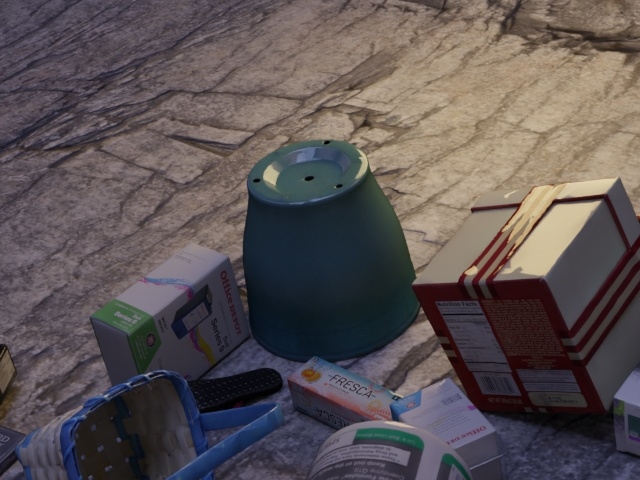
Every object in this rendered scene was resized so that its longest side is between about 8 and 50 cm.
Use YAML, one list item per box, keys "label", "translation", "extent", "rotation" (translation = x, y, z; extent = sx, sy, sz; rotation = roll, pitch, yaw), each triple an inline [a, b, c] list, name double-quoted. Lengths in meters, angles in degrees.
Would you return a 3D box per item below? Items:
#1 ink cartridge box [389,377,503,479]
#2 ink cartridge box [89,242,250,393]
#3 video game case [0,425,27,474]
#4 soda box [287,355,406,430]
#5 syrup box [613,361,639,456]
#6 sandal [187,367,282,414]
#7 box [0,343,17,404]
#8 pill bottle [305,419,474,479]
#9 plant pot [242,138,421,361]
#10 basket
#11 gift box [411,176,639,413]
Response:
- label: "ink cartridge box"
  translation: [0.165, 0.263, 1.779]
  extent: [0.092, 0.090, 0.143]
  rotation: [-21, 35, -14]
- label: "ink cartridge box"
  translation: [-0.217, 0.126, 2.048]
  extent: [0.093, 0.154, 0.212]
  rotation: [17, 43, 37]
- label: "video game case"
  translation: [-0.569, 0.343, 1.955]
  extent: [0.196, 0.026, 0.274]
  rotation: [12, 39, 32]
- label: "soda box"
  translation: [0.041, 0.224, 1.906]
  extent: [0.183, 0.058, 0.063]
  rotation: [22, 46, 39]
- label: "syrup box"
  translation: [0.474, 0.181, 1.798]
  extent: [0.093, 0.096, 0.237]
  rotation: [15, 41, 35]
- label: "sandal"
  translation: [-0.138, 0.225, 1.988]
  extent: [0.179, 0.040, 0.067]
  rotation: [-10, 36, -24]
- label: "box"
  translation: [-0.588, 0.258, 2.011]
  extent: [0.216, 0.060, 0.270]
  rotation: [-3, 34, 14]
- label: "pill bottle"
  translation: [0.045, 0.387, 1.527]
  extent: [0.204, 0.204, 0.361]
  rotation: [0, 34, 18]
- label: "plant pot"
  translation: [0.000, 0.000, 2.077]
  extent: [0.271, 0.255, 0.272]
  rotation: [-9, 34, 6]
- label: "basket"
  translation: [-0.215, 0.273, 1.748]
  extent: [0.289, 0.201, 0.255]
  rotation: [-17, 5, 43]
- label: "gift box"
  translation: [0.308, 0.082, 1.872]
  extent: [0.255, 0.276, 0.258]
  rotation: [1, 37, 42]
